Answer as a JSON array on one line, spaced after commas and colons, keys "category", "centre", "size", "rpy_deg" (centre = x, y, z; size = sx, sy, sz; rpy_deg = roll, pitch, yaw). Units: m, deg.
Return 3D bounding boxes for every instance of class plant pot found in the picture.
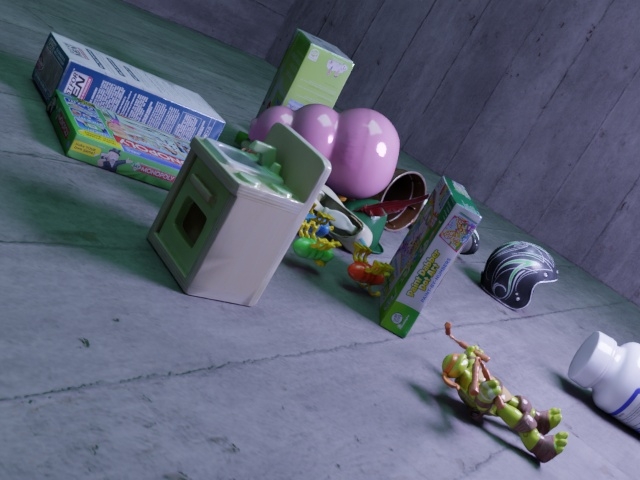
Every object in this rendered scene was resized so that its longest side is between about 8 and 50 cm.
[{"category": "plant pot", "centre": [0.160, -0.130, 1.997], "size": [0.167, 0.167, 0.165], "rpy_deg": [13, 14, -47]}]

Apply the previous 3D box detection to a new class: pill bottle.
[{"category": "pill bottle", "centre": [0.634, 0.295, 1.497], "size": [0.272, 0.152, 0.152], "rpy_deg": [32, 15, 6]}]

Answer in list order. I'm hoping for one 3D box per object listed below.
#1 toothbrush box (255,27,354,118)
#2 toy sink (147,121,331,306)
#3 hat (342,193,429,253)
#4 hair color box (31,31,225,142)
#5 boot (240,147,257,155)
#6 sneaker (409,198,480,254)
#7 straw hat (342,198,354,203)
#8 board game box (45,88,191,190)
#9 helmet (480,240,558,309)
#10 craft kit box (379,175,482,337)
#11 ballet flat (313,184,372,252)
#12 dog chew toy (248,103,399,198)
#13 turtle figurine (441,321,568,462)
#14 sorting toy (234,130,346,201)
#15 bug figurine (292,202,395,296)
[{"category": "toothbrush box", "centre": [-0.051, -0.347, 1.859], "size": [0.122, 0.283, 0.206], "rpy_deg": [20, 20, -19]}, {"category": "toy sink", "centre": [-0.119, -0.053, 1.052], "size": [0.131, 0.234, 0.153], "rpy_deg": [17, 21, -42]}, {"category": "hat", "centre": [0.117, -0.086, 1.695], "size": [0.208, 0.183, 0.173], "rpy_deg": [32, 15, 8]}, {"category": "hair color box", "centre": [-0.385, -0.285, 1.548], "size": [0.347, 0.105, 0.174], "rpy_deg": [18, 19, -39]}, {"category": "boot", "centre": [-0.124, -0.088, 1.309], "size": [0.073, 0.152, 0.197], "rpy_deg": [32, 15, 7]}, {"category": "sneaker", "centre": [0.314, -0.038, 2.114], "size": [0.271, 0.100, 0.108], "rpy_deg": [33, 29, 22]}, {"category": "straw hat", "centre": [0.065, -0.151, 1.923], "size": [0.144, 0.061, 0.144], "rpy_deg": [49, -12, 13]}, {"category": "board game box", "centre": [-0.322, -0.163, 1.390], "size": [0.317, 0.046, 0.213], "rpy_deg": [19, 18, -37]}, {"category": "helmet", "centre": [0.501, 0.080, 1.920], "size": [0.169, 0.161, 0.169], "rpy_deg": [28, 15, -8]}, {"category": "craft kit box", "centre": [0.187, 0.021, 1.366], "size": [0.061, 0.246, 0.250], "rpy_deg": [26, 15, -3]}, {"category": "ballet flat", "centre": [0.008, -0.066, 1.607], "size": [0.248, 0.086, 0.086], "rpy_deg": [37, 16, 26]}, {"category": "dog chew toy", "centre": [0.004, -0.214, 1.713], "size": [0.332, 0.206, 0.206], "rpy_deg": [13, 17, -6]}, {"category": "turtle figurine", "centre": [0.254, 0.232, 1.115], "size": [0.217, 0.087, 0.269], "rpy_deg": [37, 6, -3]}, {"category": "sorting toy", "centre": [-0.083, -0.173, 1.875], "size": [0.196, 0.047, 0.348], "rpy_deg": [6, 28, -48]}, {"category": "bug figurine", "centre": [0.000, 0.000, 1.412], "size": [0.216, 0.072, 0.279], "rpy_deg": [20, 16, -42]}]
